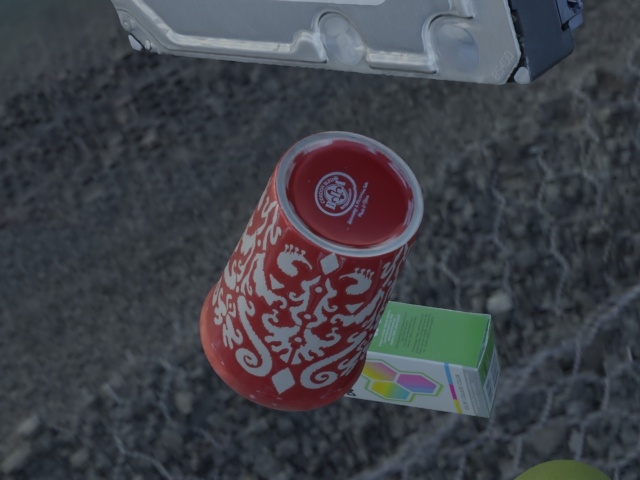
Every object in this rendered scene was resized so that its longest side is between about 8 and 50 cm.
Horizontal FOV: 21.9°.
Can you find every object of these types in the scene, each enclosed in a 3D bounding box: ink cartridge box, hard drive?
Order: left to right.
[{"bbox_3d":[-0.025,-0.209,0.916,0.339,0.236,0.064,11,39,44],"label":"hard drive"},{"bbox_3d":[0.065,0.109,1.607,0.209,0.109,0.062,8,61,17],"label":"ink cartridge box"}]

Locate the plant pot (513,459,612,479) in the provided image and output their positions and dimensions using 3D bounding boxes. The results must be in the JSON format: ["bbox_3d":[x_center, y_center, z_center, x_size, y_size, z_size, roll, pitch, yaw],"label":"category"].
[{"bbox_3d":[0.253,0.360,1.763,0.275,0.274,0.293,-7,19,13],"label":"plant pot"}]

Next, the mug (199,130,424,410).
[{"bbox_3d":[-0.009,0.003,1.032,0.113,0.169,0.150,-4,59,-19],"label":"mug"}]
